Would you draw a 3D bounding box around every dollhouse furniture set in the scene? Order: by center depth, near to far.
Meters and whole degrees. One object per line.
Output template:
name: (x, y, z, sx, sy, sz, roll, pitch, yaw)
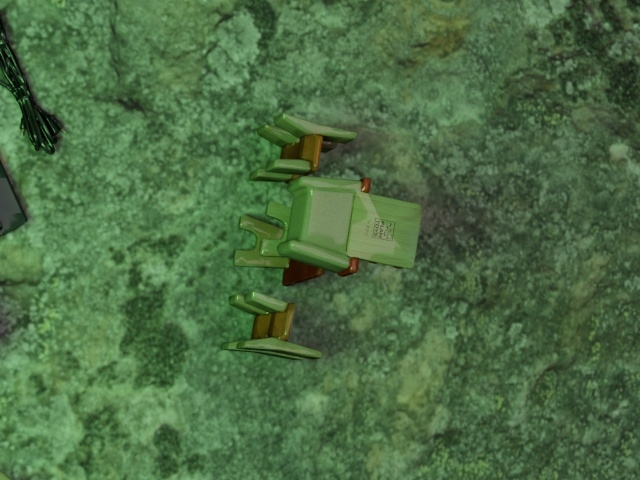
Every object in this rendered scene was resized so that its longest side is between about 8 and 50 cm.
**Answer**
dollhouse furniture set: (0.000, 0.000, 1.759, 0.135, 0.259, 0.262, 11, 81, -16)

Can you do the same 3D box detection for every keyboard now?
keyboard: (-0.392, -0.156, 1.703, 0.201, 0.033, 0.317, -28, 98, -27)

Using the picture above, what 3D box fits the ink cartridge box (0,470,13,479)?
ink cartridge box: (-0.344, 0.378, 1.640, 0.193, 0.088, 0.235, 41, 68, -16)
